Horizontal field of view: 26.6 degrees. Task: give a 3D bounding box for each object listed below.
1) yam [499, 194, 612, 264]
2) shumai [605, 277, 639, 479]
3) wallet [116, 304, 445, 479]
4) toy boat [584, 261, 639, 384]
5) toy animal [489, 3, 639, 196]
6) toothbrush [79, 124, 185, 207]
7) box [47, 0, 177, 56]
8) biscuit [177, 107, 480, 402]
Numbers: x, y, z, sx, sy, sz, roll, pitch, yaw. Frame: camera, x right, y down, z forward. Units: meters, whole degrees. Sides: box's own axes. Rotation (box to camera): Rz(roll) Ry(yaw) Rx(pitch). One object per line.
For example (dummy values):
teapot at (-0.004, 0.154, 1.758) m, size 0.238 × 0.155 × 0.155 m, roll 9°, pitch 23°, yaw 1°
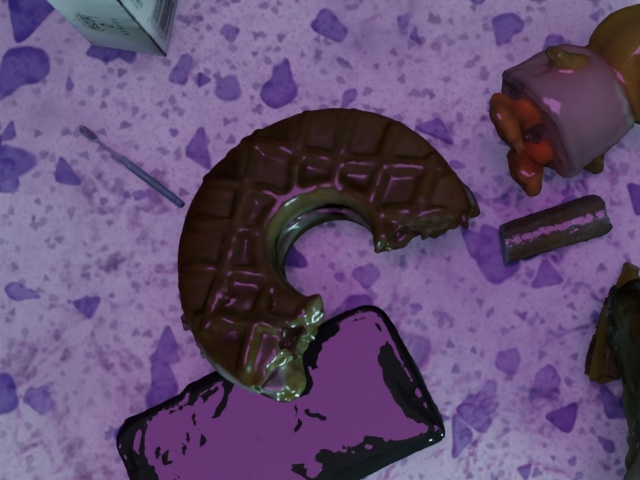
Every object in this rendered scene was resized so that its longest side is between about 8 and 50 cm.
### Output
yam at (0.277, -0.013, 1.616) m, size 0.132 × 0.054 × 0.054 m, roll -18°, pitch 82°, yaw 3°
shumai at (0.411, 0.251, 1.452) m, size 0.324 × 0.397 × 0.323 m, roll 20°, pitch 109°, yaw -19°
wallet at (-0.055, 0.229, 1.614) m, size 0.377 × 0.051 × 0.197 m, roll -27°, pitch 83°, yaw 0°
toy boat at (0.348, 0.097, 1.599) m, size 0.047 × 0.049 × 0.149 m, roll 23°, pitch 82°, yaw -24°
toy animal at (0.333, -0.177, 1.584) m, size 0.281 × 0.195 × 0.169 m, roll -24°, pitch 42°, yaw 5°
toothbrush at (-0.235, -0.093, 1.684) m, size 0.167 × 0.014 × 0.011 m, roll 37°, pitch 79°, yaw 8°
box at (-0.237, -0.346, 1.593) m, size 0.111 × 0.260 × 0.194 m, roll 9°, pitch 83°, yaw 10°
biscuit at (-0.018, -0.006, 1.585) m, size 0.366 × 0.115 × 0.268 m, roll -40°, pitch 68°, yaw -6°
